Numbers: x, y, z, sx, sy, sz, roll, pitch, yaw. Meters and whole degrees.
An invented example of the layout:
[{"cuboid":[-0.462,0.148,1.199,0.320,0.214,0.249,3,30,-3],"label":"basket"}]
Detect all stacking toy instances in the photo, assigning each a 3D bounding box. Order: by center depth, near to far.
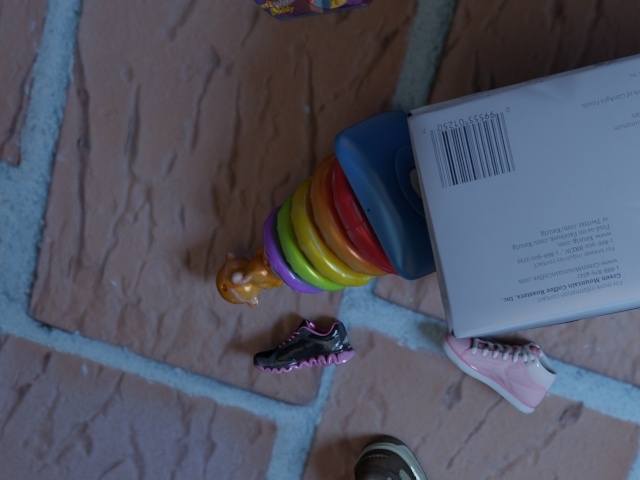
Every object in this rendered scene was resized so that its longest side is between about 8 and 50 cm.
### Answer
[{"cuboid":[0.000,0.000,1.938,0.302,0.165,0.175,-29,88,35],"label":"stacking toy"}]

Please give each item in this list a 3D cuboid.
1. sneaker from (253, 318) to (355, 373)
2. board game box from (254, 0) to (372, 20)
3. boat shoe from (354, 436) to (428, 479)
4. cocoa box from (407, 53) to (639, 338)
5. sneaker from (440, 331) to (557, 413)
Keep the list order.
[{"cuboid":[-0.022,0.118,2.044,0.119,0.047,0.057,-10,103,11],"label":"sneaker"},{"cuboid":[-0.014,-0.296,1.867,0.168,0.033,0.133,-7,110,18],"label":"board game box"},{"cuboid":[0.116,0.355,2.076,0.095,0.095,0.257,-33,101,25],"label":"boat shoe"},{"cuboid":[0.295,-0.049,1.750,0.347,0.228,0.231,-13,85,20],"label":"cocoa box"},{"cuboid":[0.202,0.128,1.983,0.134,0.051,0.070,36,115,-6],"label":"sneaker"}]
